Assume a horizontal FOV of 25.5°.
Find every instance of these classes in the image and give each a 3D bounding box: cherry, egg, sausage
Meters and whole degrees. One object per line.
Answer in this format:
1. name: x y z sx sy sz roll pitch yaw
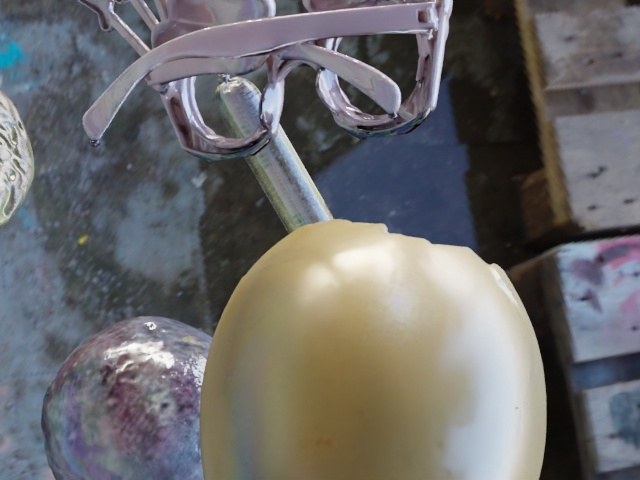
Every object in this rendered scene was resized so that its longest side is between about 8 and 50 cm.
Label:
1. cherry: -0.121 0.156 1.113 0.195 0.195 0.195 4 78 -17
2. egg: 0.028 0.113 0.812 0.201 0.201 0.244 15 61 -15
3. sausage: 0.000 0.000 0.960 0.033 0.033 0.269 -34 100 -21

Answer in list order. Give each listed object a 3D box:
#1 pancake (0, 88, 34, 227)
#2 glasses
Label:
1. pancake: -0.387 -0.111 1.412 0.250 0.031 0.250 35 34 -29
2. glasses: -0.042 -0.129 0.737 0.095 0.255 0.162 -1 86 -57
